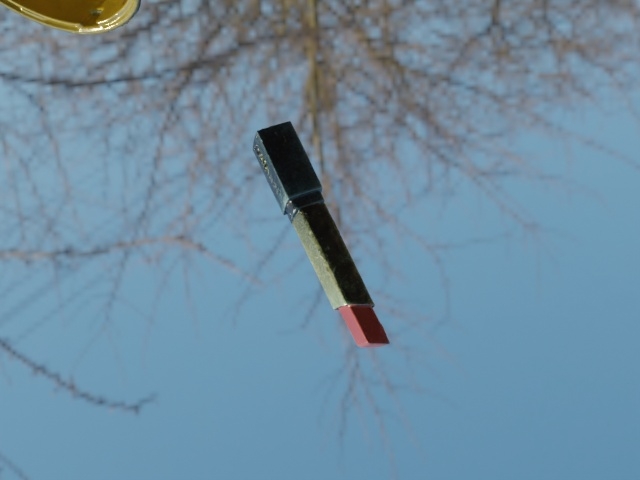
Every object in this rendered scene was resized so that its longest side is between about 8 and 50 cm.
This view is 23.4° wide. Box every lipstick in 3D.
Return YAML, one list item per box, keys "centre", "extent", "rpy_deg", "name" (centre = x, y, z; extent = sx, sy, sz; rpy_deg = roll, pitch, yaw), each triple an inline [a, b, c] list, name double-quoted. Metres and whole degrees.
- centre: [0.000, 0.000, 1.880]
  extent: [0.051, 0.051, 0.312]
  rpy_deg: [-18, -111, -20]
  name: "lipstick"

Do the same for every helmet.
- centre: [-0.288, -0.348, 1.676]
  extent: [0.257, 0.205, 0.140]
  rpy_deg: [25, -125, 1]
  name: "helmet"
